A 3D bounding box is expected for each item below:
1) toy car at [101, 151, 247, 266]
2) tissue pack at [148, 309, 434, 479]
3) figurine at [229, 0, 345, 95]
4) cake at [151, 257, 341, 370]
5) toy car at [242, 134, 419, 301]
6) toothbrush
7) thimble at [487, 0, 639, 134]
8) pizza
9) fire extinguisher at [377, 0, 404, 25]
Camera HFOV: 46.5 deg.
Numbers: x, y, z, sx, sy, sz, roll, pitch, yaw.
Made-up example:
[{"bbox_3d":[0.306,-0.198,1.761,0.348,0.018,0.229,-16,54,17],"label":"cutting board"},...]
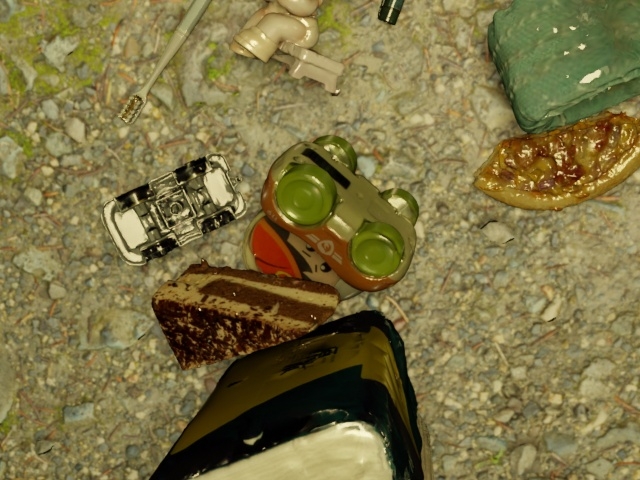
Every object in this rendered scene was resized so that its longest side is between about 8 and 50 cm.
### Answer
[{"bbox_3d":[-0.195,-0.044,1.017,0.191,0.100,0.097,-26,97,-11],"label":"toy car"},{"bbox_3d":[-0.005,0.269,0.898,0.264,0.416,0.253,-19,96,10],"label":"tissue pack"},{"bbox_3d":[0.003,-0.323,0.914,0.144,0.182,0.257,23,100,-15],"label":"figurine"},{"bbox_3d":[-0.088,0.118,0.985,0.245,0.112,0.135,9,122,24],"label":"cake"},{"bbox_3d":[0.000,0.000,0.997,0.235,0.145,0.235,8,119,14],"label":"toy car"},{"bbox_3d":[-0.173,-0.299,0.994,0.025,0.030,0.342,35,100,-7],"label":"toothbrush"},{"bbox_3d":[0.314,-0.228,0.878,0.235,0.198,0.143,-16,82,-31],"label":"thimble"},{"bbox_3d":[0.322,-0.102,0.973,0.246,0.058,0.127,-5,100,4],"label":"pizza"},{"bbox_3d":[0.098,-0.325,0.968,0.038,0.025,0.083,27,103,23],"label":"fire extinguisher"}]
